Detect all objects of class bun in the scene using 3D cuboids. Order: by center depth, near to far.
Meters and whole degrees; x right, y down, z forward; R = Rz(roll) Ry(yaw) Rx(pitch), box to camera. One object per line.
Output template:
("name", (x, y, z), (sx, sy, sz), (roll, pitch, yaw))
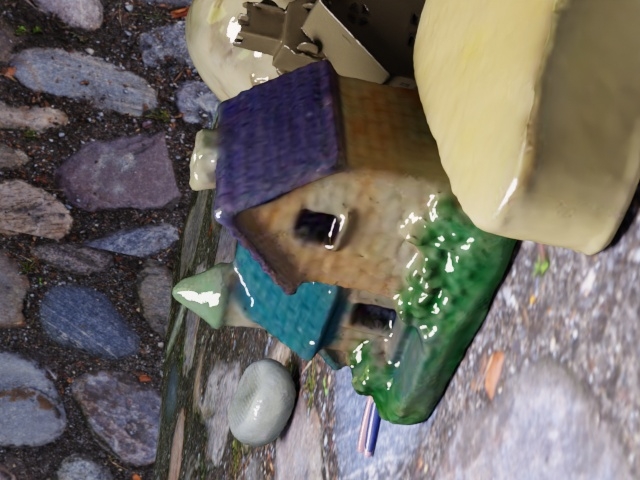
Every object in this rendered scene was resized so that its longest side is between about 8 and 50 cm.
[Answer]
("bun", (-0.083, 0.250, 1.638), (0.141, 0.083, 0.141), (-54, 24, 38))

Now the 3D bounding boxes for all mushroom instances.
("mushroom", (-0.042, -0.347, 1.709), (0.336, 0.314, 0.314), (-45, 13, -3))

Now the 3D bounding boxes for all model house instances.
("model house", (0.000, 0.000, 1.046), (0.245, 0.280, 0.312), (-94, 19, -50))
("model house", (0.016, -0.203, 1.251), (0.211, 0.243, 0.204), (137, 144, -68))

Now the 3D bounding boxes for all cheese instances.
("cheese", (0.170, -0.191, 0.883), (0.384, 0.104, 0.384), (-168, 90, -78))

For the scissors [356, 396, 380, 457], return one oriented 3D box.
("scissors", (0.060, 0.189, 1.213), (0.039, 0.012, 0.113), (178, 104, -77))
